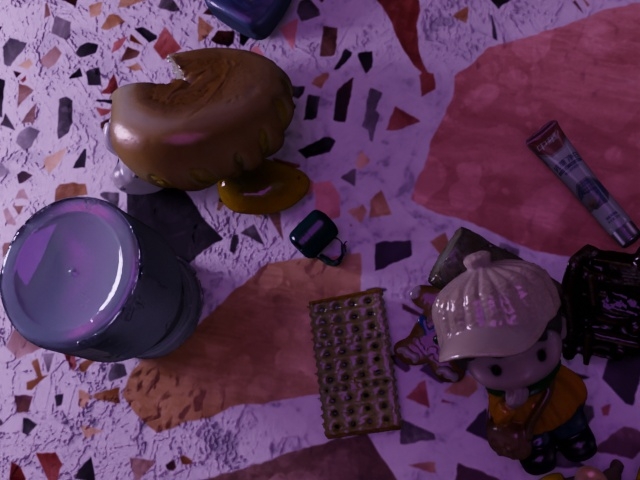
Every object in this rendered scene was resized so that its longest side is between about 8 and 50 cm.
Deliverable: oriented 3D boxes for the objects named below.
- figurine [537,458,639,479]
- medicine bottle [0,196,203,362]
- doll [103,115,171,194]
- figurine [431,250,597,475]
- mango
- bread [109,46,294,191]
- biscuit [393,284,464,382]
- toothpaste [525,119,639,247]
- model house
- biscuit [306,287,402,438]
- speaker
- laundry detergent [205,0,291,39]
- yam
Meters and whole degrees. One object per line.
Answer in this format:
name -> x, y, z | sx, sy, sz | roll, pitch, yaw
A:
figurine -> 0.434, 0.391, 1.297 | 0.344, 0.187, 0.215 | -25, 61, 2
medicine bottle -> -0.335, 0.080, 1.536 | 0.245, 0.290, 0.245 | -5, 74, 17
doll -> -0.328, -0.172, 1.695 | 0.110, 0.107, 0.180 | -30, 71, 45
figurine -> 0.277, 0.170, 1.350 | 0.185, 0.332, 0.204 | -24, 39, 9
mango -> -0.099, -0.095, 1.629 | 0.161, 0.076, 0.103 | 1, 69, 8
bread -> -0.190, -0.199, 1.584 | 0.333, 0.160, 0.333 | -4, 38, 3
biscuit -> 0.203, 0.116, 1.511 | 0.138, 0.031, 0.205 | 24, 82, 20
toothpaste -> 0.419, -0.089, 1.497 | 0.062, 0.039, 0.239 | -39, 67, 11
model house -> 0.441, 0.095, 1.364 | 0.164, 0.203, 0.141 | 17, 60, 29
biscuit -> 0.052, 0.200, 1.533 | 0.139, 0.016, 0.231 | -12, 74, 18
speaker -> 0.001, 0.001, 1.591 | 0.075, 0.060, 0.094 | -44, 104, 1
laundry detergent -> -0.084, -0.514, 1.719 | 0.143, 0.094, 0.290 | 31, 86, 25
yam -> 0.273, 0.066, 1.444 | 0.194, 0.107, 0.107 | 29, 85, 2
